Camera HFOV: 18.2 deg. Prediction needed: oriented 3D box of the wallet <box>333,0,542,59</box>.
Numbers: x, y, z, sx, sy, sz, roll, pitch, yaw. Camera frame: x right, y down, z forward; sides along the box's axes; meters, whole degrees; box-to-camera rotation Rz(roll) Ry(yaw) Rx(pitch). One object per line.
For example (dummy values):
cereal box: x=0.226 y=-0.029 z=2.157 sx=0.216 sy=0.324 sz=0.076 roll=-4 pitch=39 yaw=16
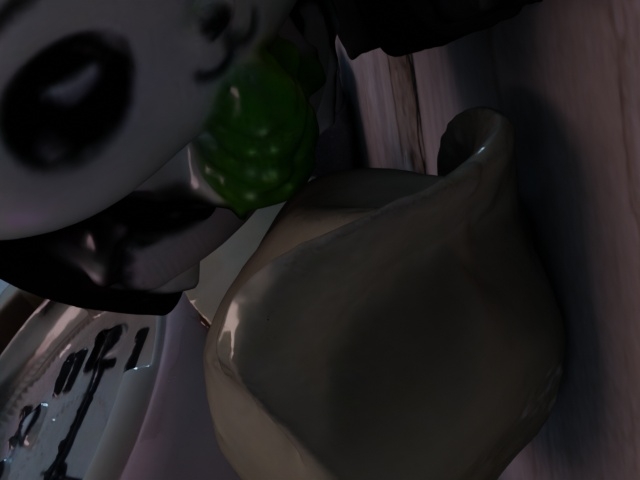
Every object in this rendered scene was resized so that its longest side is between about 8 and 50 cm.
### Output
wallet: x=0.022 y=-0.169 z=0.763 sx=0.377 sy=0.051 sz=0.197 roll=-155 pitch=52 yaw=-81

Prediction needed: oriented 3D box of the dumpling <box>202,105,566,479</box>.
dumpling: x=0.026 y=0.035 z=0.770 sx=0.132 sy=0.162 sz=0.250 roll=36 pitch=169 yaw=17

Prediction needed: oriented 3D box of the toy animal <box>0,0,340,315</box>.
toy animal: x=-0.088 y=-0.086 z=0.741 sx=0.267 sy=0.212 sz=0.212 roll=95 pitch=161 yaw=-76

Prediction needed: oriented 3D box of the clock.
clock: x=-0.095 y=0.135 z=1.048 sx=0.342 sy=0.184 sz=0.326 roll=-13 pitch=56 yaw=51

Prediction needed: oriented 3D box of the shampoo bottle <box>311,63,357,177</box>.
shampoo bottle: x=0.000 y=0.000 z=1.150 sx=0.087 sy=0.049 sz=0.233 roll=-111 pitch=12 yaw=-55
